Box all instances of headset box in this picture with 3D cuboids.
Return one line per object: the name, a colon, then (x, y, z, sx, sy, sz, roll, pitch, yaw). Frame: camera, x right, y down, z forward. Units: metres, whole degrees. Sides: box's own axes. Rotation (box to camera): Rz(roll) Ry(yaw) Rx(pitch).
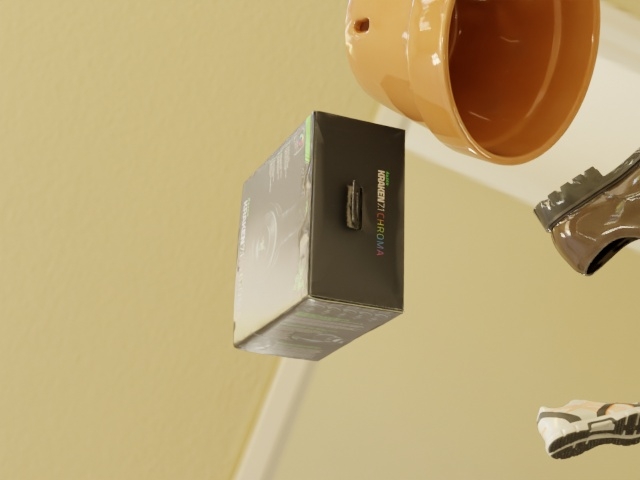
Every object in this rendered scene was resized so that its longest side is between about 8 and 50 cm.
headset box: (0.000, 0.000, 1.516, 0.131, 0.246, 0.283, 10, -21, -21)

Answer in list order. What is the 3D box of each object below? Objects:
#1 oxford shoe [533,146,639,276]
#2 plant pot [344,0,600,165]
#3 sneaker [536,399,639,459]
oxford shoe: (0.296, -0.045, 0.983, 0.082, 0.227, 0.096, 3, 55, -56)
plant pot: (0.167, -0.249, 1.408, 0.203, 0.291, 0.291, 17, -7, 44)
sneaker: (0.224, 0.142, 0.951, 0.109, 0.040, 0.044, -6, 37, -16)
